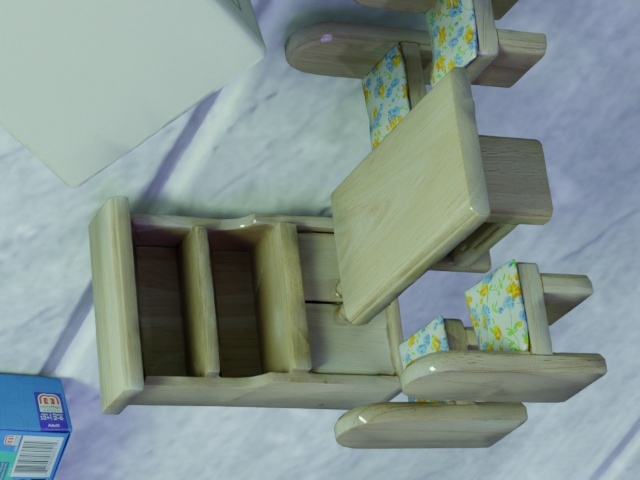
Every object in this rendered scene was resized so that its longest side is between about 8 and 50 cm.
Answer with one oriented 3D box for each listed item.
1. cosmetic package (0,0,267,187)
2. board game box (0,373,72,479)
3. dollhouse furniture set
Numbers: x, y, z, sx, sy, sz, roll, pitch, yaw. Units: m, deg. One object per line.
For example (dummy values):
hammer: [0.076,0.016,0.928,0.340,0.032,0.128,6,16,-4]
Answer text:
cosmetic package: [-0.164,-0.179,0.793,0.113,0.160,0.309,-33,132,13]
board game box: [-0.263,0.141,1.118,0.210,0.047,0.160,6,128,-24]
dollhouse furniture set: [0.000,0.000,0.979,0.161,0.212,0.242,3,156,-24]
